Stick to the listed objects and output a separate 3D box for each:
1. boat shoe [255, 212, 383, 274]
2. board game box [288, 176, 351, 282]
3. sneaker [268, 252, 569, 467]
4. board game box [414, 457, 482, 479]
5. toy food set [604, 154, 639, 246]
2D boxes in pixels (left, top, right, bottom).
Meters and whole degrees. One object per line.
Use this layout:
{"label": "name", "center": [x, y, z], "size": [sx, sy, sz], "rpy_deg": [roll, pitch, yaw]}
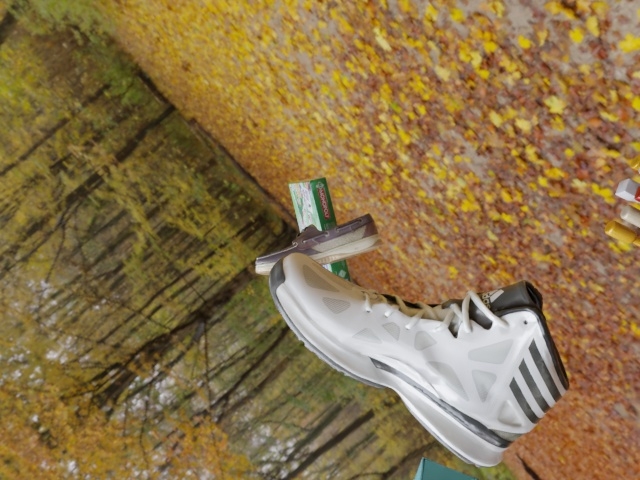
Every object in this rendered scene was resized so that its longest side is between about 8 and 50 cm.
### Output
{"label": "boat shoe", "center": [-0.009, 0.009, 1.263], "size": [0.103, 0.286, 0.092], "rpy_deg": [61, -165, -80]}
{"label": "board game box", "center": [0.000, 0.000, 1.450], "size": [0.213, 0.046, 0.316], "rpy_deg": [-164, 59, -73]}
{"label": "sneaker", "center": [0.159, 0.105, 0.830], "size": [0.448, 0.257, 0.169], "rpy_deg": [36, -157, -1]}
{"label": "board game box", "center": [0.199, 0.396, 0.574], "size": [0.254, 0.079, 0.336], "rpy_deg": [18, -161, 10]}
{"label": "toy food set", "center": [0.836, -0.104, 1.465], "size": [0.105, 0.232, 0.111], "rpy_deg": [26, 168, -3]}
